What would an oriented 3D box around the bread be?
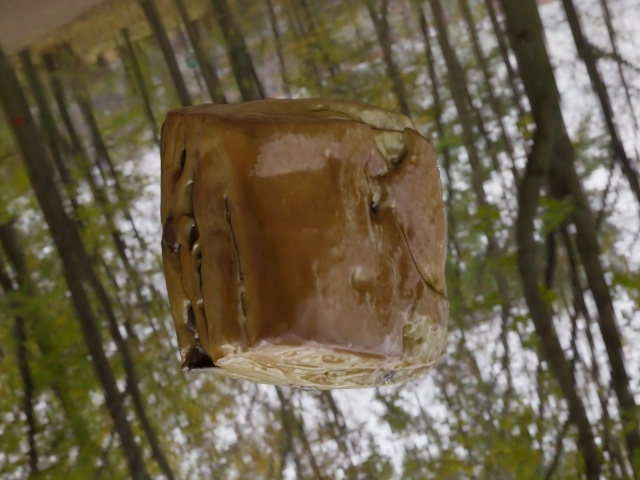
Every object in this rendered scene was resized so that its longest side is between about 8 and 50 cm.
[{"bbox_3d":[0.000,0.000,0.835,0.235,0.210,0.099,2,169,-43],"label":"bread"}]
